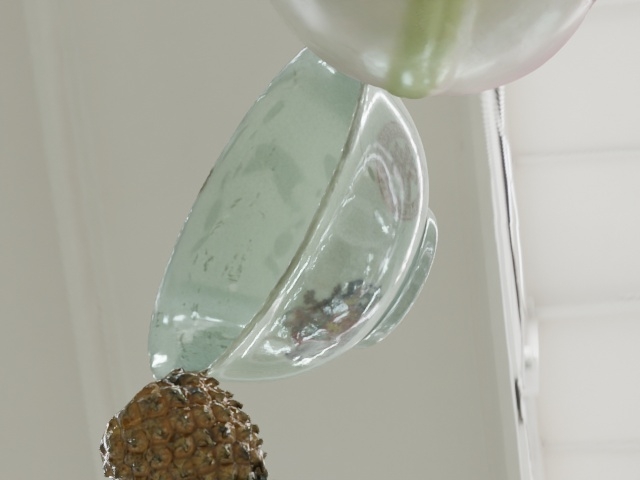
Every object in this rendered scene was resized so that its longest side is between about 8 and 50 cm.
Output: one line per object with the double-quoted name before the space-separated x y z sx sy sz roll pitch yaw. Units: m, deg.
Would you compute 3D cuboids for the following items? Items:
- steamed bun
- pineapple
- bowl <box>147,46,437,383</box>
"steamed bun" 0.110 -0.239 0.884 0.309 0.309 0.309 2 -81 10
"pineapple" -0.037 0.219 0.833 0.277 0.119 0.130 40 -39 16
"bowl" 0.000 0.000 1.237 0.196 0.435 0.435 29 -76 -20
